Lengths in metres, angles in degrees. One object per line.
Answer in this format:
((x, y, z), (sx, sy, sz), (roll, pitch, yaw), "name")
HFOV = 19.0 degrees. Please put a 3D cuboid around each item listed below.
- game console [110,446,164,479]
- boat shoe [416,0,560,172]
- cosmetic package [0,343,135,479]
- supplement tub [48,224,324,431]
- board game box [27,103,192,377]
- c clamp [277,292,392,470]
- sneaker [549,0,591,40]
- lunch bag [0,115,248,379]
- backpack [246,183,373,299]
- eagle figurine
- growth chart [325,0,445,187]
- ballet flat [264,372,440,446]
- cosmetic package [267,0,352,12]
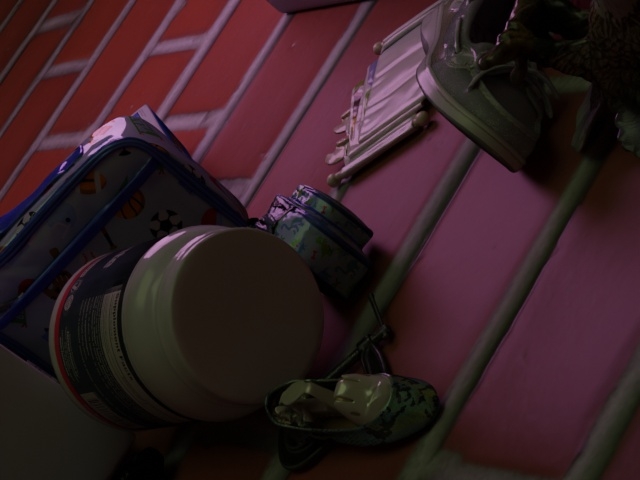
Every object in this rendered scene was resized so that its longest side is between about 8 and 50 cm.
((-0.231, 0.364, 1.876), (0.213, 0.044, 0.361), (-32, 30, 36), "game console")
((0.167, -0.173, 1.851), (0.103, 0.118, 0.320), (-46, 17, 21), "boat shoe")
((-0.350, 0.199, 2.061), (0.138, 0.224, 0.225), (-58, 17, -14), "cosmetic package")
((-0.136, 0.088, 1.899), (0.272, 0.191, 0.191), (-15, 42, 57), "supplement tub")
((-0.278, -0.003, 2.361), (0.302, 0.086, 0.308), (-40, 25, 2), "board game box")
((0.014, 0.140, 1.793), (0.161, 0.022, 0.137), (-45, 30, 11), "c clamp")
((0.263, -0.293, 1.880), (0.111, 0.103, 0.252), (129, 161, -64), "sneaker")
((-0.240, 0.024, 2.123), (0.303, 0.243, 0.115), (-45, 24, 11), "lunch bag")
((0.000, 0.000, 1.907), (0.084, 0.105, 0.114), (-52, 29, 1), "backpack")
((0.290, -0.179, 1.611), (0.298, 0.225, 0.226), (4, 99, 28), "eagle figurine")
((0.080, -0.170, 2.108), (0.172, 0.021, 0.237), (-29, 32, 41), "growth chart")
((0.020, 0.146, 1.694), (0.188, 0.070, 0.070), (-14, 43, 45), "ballet flat")
((0.019, -0.419, 2.315), (0.161, 0.230, 0.453), (-58, 26, -16), "cosmetic package")
